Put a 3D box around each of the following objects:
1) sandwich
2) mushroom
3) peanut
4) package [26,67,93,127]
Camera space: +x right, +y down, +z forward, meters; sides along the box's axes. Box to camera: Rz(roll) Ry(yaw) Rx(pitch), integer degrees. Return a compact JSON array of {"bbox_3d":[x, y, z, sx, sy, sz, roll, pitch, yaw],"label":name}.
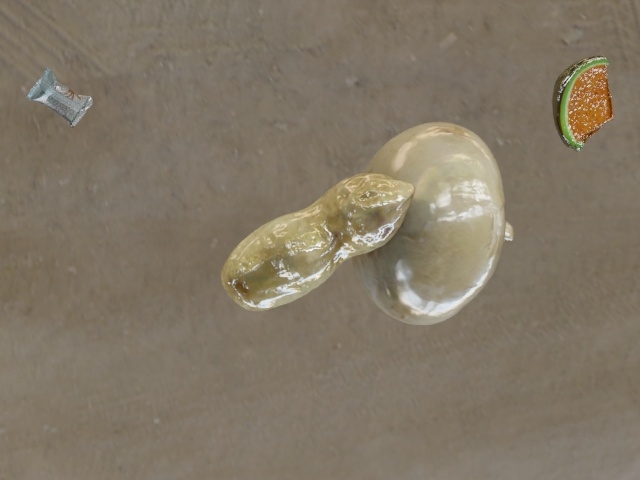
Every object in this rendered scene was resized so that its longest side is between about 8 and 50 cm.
[{"bbox_3d":[0.280,-0.146,1.348,0.069,0.026,0.101,-7,93,-18],"label":"sandwich"},{"bbox_3d":[0.129,-0.017,1.389,0.178,0.226,0.226,12,118,-16],"label":"mushroom"},{"bbox_3d":[-0.001,-0.001,1.295,0.228,0.104,0.086,-31,97,15],"label":"peanut"},{"bbox_3d":[-0.249,-0.136,1.205,0.037,0.015,0.110,-57,166,-1],"label":"package"}]
